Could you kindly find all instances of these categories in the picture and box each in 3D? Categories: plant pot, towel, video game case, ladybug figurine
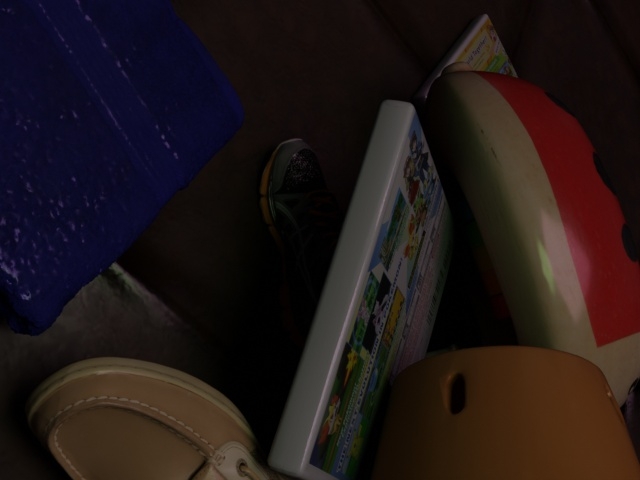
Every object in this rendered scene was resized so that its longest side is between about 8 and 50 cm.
[{"bbox_3d":[0.167,0.225,0.816,0.291,0.291,0.203,30,50,-40],"label":"plant pot"},{"bbox_3d":[-0.203,-0.102,0.714,0.228,0.076,0.308,59,43,-24],"label":"towel"},{"bbox_3d":[0.224,-0.170,1.241,0.206,0.026,0.227,57,47,-23],"label":"video game case"},{"bbox_3d":[0.057,0.081,0.864,0.300,0.036,0.329,54,51,-63],"label":"video game case"},{"bbox_3d":[0.246,-0.001,1.028,0.305,0.162,0.449,106,-34,-86],"label":"ladybug figurine"}]

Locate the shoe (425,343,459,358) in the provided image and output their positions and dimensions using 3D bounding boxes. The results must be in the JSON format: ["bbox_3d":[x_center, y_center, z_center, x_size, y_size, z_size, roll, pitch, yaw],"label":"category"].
[{"bbox_3d":[0.156,0.231,1.060,0.076,0.058,0.219,-101,177,-84],"label":"shoe"}]

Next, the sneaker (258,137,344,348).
[{"bbox_3d":[0.000,0.000,0.913,0.084,0.083,0.215,-9,88,-47],"label":"sneaker"}]

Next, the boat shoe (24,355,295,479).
[{"bbox_3d":[-0.087,0.212,0.714,0.341,0.121,0.110,44,15,-34],"label":"boat shoe"}]
